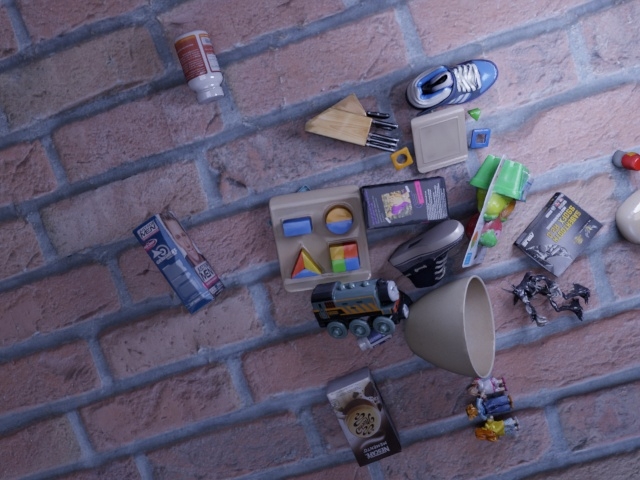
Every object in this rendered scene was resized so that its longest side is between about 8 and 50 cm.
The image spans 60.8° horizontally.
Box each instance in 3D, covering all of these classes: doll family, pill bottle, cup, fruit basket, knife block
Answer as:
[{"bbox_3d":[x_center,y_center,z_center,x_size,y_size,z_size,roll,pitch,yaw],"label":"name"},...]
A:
[{"bbox_3d":[0.603,0.615,1.928,0.163,0.118,0.263,-17,97,6],"label":"doll family"},{"bbox_3d":[0.192,0.345,1.945,0.120,0.067,0.067,-30,95,7],"label":"pill bottle"},{"bbox_3d":[0.421,0.293,1.824,0.236,0.331,0.332,-9,98,32],"label":"cup"},{"bbox_3d":[-0.401,-0.578,1.830,0.121,0.121,0.216,-17,96,6],"label":"pill bottle"},{"bbox_3d":[0.556,-0.084,1.738,0.165,0.327,0.354,15,97,26],"label":"fruit basket"},{"bbox_3d":[0.116,-0.357,1.841,0.275,0.088,0.242,-30,94,7],"label":"knife block"}]

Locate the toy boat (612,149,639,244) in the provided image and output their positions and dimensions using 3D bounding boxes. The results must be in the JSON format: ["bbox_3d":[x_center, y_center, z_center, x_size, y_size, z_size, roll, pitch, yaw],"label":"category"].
[{"bbox_3d":[1.071,-0.159,1.790,0.267,0.148,0.318,-32,102,13],"label":"toy boat"}]

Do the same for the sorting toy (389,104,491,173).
[{"bbox_3d":[0.393,-0.339,1.823,0.347,0.047,0.196,-17,121,-1],"label":"sorting toy"}]

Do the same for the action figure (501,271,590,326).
[{"bbox_3d":[0.763,0.195,1.845,0.275,0.141,0.164,8,123,-1],"label":"action figure"}]

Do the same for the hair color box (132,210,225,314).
[{"bbox_3d":[-0.485,0.071,1.900,0.105,0.174,0.347,-34,95,7],"label":"hair color box"}]

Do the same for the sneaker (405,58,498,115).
[{"bbox_3d":[0.428,-0.498,1.725,0.322,0.236,0.130,-16,97,6],"label":"sneaker"}]

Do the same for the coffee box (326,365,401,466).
[{"bbox_3d":[0.156,0.631,1.961,0.168,0.119,0.298,-24,95,6],"label":"coffee box"}]

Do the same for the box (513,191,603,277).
[{"bbox_3d":[0.806,-0.019,1.858,0.183,0.056,0.231,38,99,-1],"label":"box"}]

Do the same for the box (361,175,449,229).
[{"bbox_3d":[0.279,-0.127,1.823,0.270,0.165,0.144,-7,97,5],"label":"box"}]

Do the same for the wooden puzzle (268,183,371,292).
[{"bbox_3d":[0.000,0.000,1.893,0.321,0.080,0.348,-8,100,4],"label":"wooden puzzle"}]

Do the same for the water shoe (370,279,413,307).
[{"bbox_3d":[0.237,0.209,1.933,0.203,0.073,0.080,29,131,-5],"label":"water shoe"}]

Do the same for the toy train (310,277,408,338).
[{"bbox_3d":[0.125,0.223,1.849,0.333,0.142,0.190,-10,118,28],"label":"toy train"}]

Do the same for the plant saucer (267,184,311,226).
[{"bbox_3d":[-0.097,-0.108,1.927,0.192,0.018,0.067,-44,93,9],"label":"plant saucer"}]

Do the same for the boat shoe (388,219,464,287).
[{"bbox_3d":[0.382,0.053,1.793,0.158,0.340,0.127,46,60,-9],"label":"boat shoe"}]
